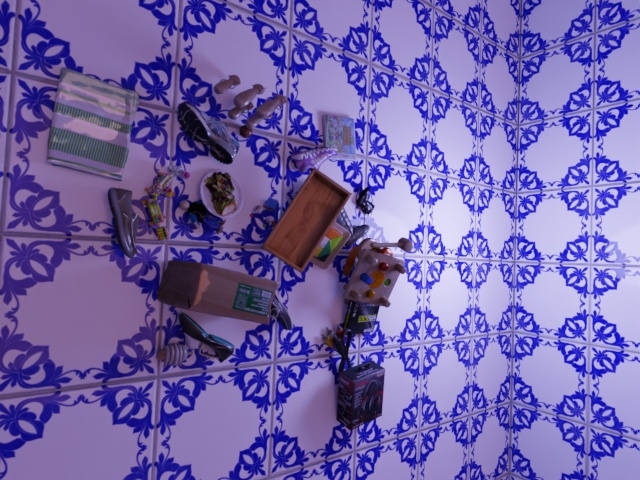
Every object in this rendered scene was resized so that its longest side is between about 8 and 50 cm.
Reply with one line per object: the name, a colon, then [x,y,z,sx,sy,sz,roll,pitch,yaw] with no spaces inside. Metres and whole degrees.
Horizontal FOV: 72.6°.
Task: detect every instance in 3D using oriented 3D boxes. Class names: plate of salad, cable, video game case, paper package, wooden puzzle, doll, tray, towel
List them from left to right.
towel: [-0.763,-0.385,1.473,0.248,0.038,0.324,12,83,-36]
doll: [-0.461,-0.096,1.692,0.189,0.046,0.129,35,48,-29]
paper package: [-0.374,0.188,1.596,0.325,0.310,0.168,20,78,-37]
plate of salad: [-0.385,-0.188,1.740,0.200,0.048,0.199,10,74,-40]
tray: [-0.059,-0.088,1.894,0.203,0.076,0.410,34,81,-9]
wooden puzzle: [0.000,0.000,2.004,0.239,0.044,0.220,34,94,-31]
video game case: [0.095,-0.502,2.140,0.194,0.023,0.212,-4,92,-38]
cable: [0.106,0.532,2.124,0.140,0.072,0.287,-28,116,-20]

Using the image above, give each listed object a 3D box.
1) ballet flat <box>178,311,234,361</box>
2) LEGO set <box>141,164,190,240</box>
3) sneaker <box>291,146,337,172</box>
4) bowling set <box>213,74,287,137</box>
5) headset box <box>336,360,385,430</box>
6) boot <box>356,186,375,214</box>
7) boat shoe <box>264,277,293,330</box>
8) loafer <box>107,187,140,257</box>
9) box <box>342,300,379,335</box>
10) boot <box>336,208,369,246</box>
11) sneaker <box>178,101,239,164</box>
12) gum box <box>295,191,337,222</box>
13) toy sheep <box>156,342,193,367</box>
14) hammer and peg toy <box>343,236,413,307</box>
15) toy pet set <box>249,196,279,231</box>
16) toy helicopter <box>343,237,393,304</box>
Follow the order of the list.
ballet flat: [-0.451,0.386,1.675,0.280,0.095,0.096,43,77,-29]
LEGO set: [-0.565,-0.145,1.578,0.132,0.107,0.286,21,77,-36]
sneaker: [-0.021,-0.370,2.012,0.237,0.095,0.104,-20,107,-29]
bowling set: [-0.289,-0.538,1.784,0.287,0.199,0.154,34,56,13]
headset box: [0.197,0.736,2.124,0.218,0.110,0.292,-7,105,-37]
boot: [0.243,-0.201,2.238,0.099,0.045,0.121,40,74,-28]
boat shoe: [-0.201,0.285,1.863,0.079,0.095,0.254,-36,109,-34]
loafer: [-0.664,-0.064,1.510,0.088,0.094,0.250,-14,98,-33]
box: [0.206,0.377,2.176,0.191,0.045,0.184,4,103,-38]
boot: [0.136,-0.096,2.147,0.190,0.076,0.208,-40,106,-31]
sneaker: [-0.432,-0.432,1.705,0.283,0.110,0.122,48,45,-30]
gum box: [-0.018,-0.151,2.013,0.157,0.041,0.184,-15,100,-19]
toy sheep: [-0.539,0.422,1.611,0.132,0.091,0.091,3,88,-38]
hammer and peg toy: [0.270,0.130,2.051,0.266,0.127,0.360,15,103,-31]
toy pet set: [-0.219,-0.117,1.870,0.122,0.065,0.114,38,68,-31]
toy helicopter: [0.195,0.156,2.152,0.235,0.140,0.354,20,90,-42]
